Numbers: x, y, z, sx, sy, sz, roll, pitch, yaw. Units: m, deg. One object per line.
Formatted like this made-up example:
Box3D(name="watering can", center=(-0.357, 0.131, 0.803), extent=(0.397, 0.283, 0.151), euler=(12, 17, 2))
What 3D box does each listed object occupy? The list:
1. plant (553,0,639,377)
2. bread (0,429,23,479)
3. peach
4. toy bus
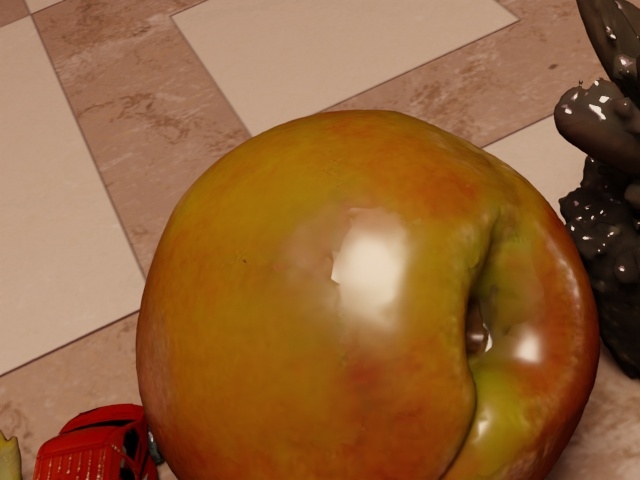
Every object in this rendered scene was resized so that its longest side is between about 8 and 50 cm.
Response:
Box3D(name="plant", center=(0.265, -0.040, 0.668), extent=(0.194, 0.320, 0.181), euler=(13, 52, 32))
Box3D(name="bread", center=(-0.327, 0.201, 0.729), extent=(0.171, 0.197, 0.197), euler=(3, 46, 7))
Box3D(name="peach", center=(0.015, 0.062, 0.680), extent=(0.332, 0.307, 0.308), euler=(-1, 41, 48))
Box3D(name="toy bus", center=(-0.170, 0.195, 0.741), extent=(0.081, 0.089, 0.195), euler=(-12, 43, 6))
